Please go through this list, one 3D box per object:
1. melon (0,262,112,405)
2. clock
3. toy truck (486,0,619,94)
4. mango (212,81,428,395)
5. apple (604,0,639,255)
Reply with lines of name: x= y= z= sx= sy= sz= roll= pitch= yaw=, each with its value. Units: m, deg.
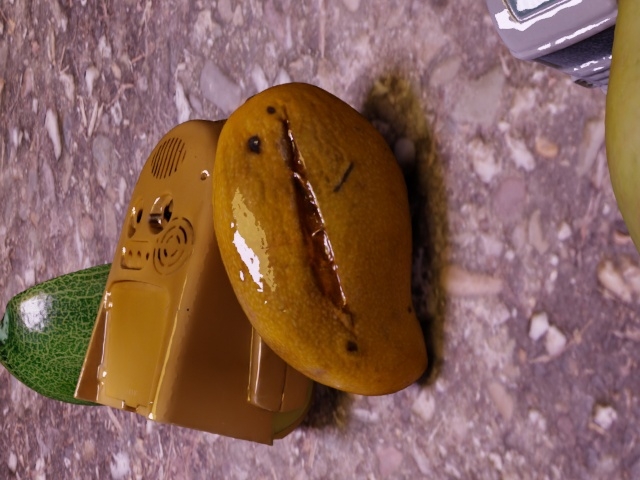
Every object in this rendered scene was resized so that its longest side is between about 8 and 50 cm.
melon: x=-0.307 y=0.137 z=1.781 sx=0.265 sy=0.169 sz=0.129 roll=-47 pitch=53 yaw=50
clock: x=-0.102 y=0.032 z=1.446 sx=0.244 sy=0.200 sz=0.317 roll=4 pitch=85 yaw=56
toy truck: x=0.188 y=-0.284 z=0.953 sx=0.146 sy=0.175 sz=0.367 roll=-22 pitch=66 yaw=54
mango: x=0.000 y=-0.003 z=1.285 sx=0.120 sy=0.177 sz=0.295 roll=91 pitch=161 yaw=-73
apple: x=0.287 y=-0.077 z=0.678 sx=0.338 sy=0.305 sz=0.339 roll=-1 pitch=88 yaw=61
